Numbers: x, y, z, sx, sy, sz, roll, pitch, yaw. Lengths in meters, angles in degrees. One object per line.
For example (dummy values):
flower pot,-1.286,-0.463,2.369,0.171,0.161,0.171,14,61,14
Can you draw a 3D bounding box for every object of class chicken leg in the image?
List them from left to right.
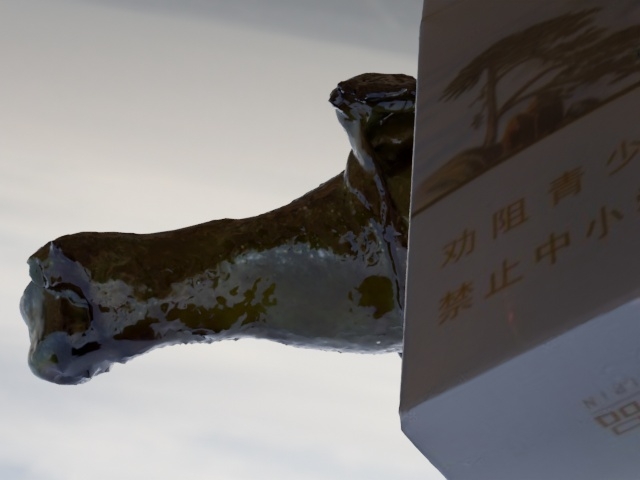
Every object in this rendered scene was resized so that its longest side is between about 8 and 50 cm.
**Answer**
chicken leg,0.010,-0.006,1.142,0.361,0.211,0.140,-3,-148,-17

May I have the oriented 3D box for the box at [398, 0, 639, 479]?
box,0.102,-0.036,0.561,0.149,0.067,0.233,-26,-150,23
